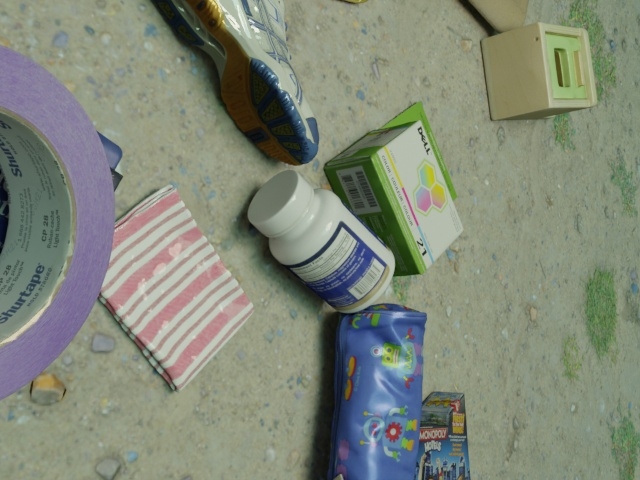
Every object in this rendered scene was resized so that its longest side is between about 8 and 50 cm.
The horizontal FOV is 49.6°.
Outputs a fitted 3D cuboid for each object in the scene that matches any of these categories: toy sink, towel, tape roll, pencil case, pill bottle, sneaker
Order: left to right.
[{"bbox_3d":[-0.288,-0.012,0.519,0.274,0.090,0.275,-26,120,-56],"label":"tape roll"},{"bbox_3d":[-0.165,0.054,0.778,0.144,0.029,0.197,-48,117,-35],"label":"towel"},{"bbox_3d":[-0.070,-0.235,0.841,0.131,0.111,0.297,-50,119,-35],"label":"sneaker"},{"bbox_3d":[0.000,0.000,0.882,0.186,0.112,0.112,43,58,-32],"label":"pill bottle"},{"bbox_3d":[0.067,0.233,0.918,0.133,0.119,0.306,15,76,-33],"label":"pencil case"},{"bbox_3d":[0.429,-0.314,1.306,0.234,0.131,0.153,-10,93,-44],"label":"toy sink"}]

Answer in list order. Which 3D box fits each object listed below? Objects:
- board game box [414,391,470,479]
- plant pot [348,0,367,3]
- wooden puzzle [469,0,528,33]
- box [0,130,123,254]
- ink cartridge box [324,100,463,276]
[{"bbox_3d":[0.163,0.320,1.026,0.194,0.060,0.194,23,67,-50],"label":"board game box"},{"bbox_3d":[0.034,-0.467,0.911,0.212,0.212,0.187,-4,76,-43],"label":"plant pot"},{"bbox_3d":[0.284,-0.593,1.241,0.322,0.080,0.348,30,71,-37],"label":"wooden puzzle"},{"bbox_3d":[-0.285,-0.037,0.671,0.136,0.036,0.225,37,60,-35],"label":"box"},{"bbox_3d":[0.148,-0.091,1.042,0.255,0.097,0.189,-40,112,-37],"label":"ink cartridge box"}]
